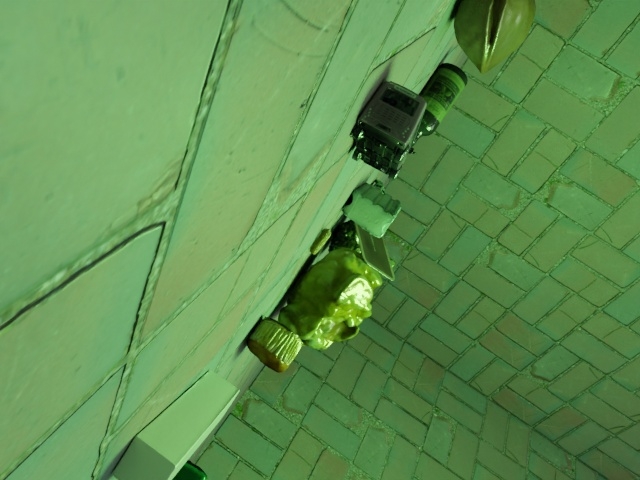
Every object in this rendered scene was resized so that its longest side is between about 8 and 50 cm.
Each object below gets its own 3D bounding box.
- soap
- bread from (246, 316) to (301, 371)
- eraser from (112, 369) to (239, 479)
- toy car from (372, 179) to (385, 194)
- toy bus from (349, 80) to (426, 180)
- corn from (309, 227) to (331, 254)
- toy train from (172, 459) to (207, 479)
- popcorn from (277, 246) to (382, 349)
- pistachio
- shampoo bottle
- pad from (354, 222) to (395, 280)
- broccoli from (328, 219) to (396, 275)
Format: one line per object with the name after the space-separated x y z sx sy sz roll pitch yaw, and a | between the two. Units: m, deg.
0.164 -0.097 1.572 0.094 0.150 0.261 -61 173 18 | soap
-0.125 0.280 1.336 0.114 0.132 0.190 -55 171 -23 | bread
-0.232 0.320 0.867 0.078 0.076 0.298 -56 176 8 | eraser
0.216 -0.176 2.014 0.090 0.076 0.224 -60 174 23 | toy car
0.117 -0.185 0.869 0.108 0.096 0.199 -60 173 -5 | toy bus
0.000 0.000 1.340 0.083 0.028 0.027 -53 -179 10 | corn
-0.343 0.583 1.055 0.429 0.178 0.249 114 0 -64 | toy train
0.023 0.174 1.588 0.293 0.292 0.334 34 -82 51 | popcorn
0.355 -0.455 1.035 0.260 0.162 0.213 -43 133 -62 | pistachio
0.329 -0.395 1.521 0.284 0.101 0.101 -55 175 -2 | shampoo bottle
0.171 0.003 1.648 0.002 0.176 0.266 -35 -137 26 | pad
0.157 0.027 1.786 0.247 0.243 0.263 -50 167 -13 | broccoli
